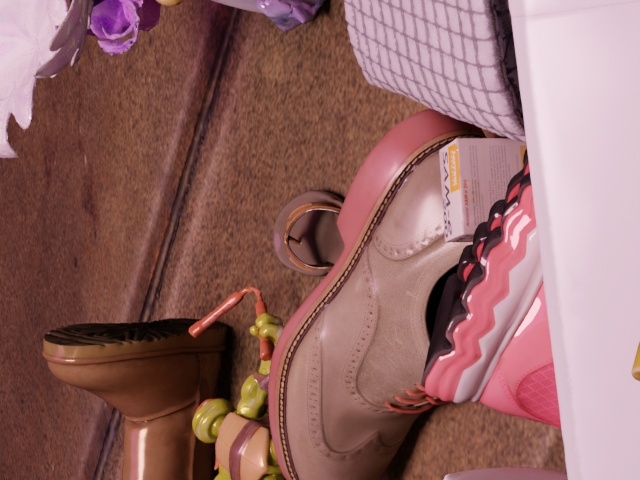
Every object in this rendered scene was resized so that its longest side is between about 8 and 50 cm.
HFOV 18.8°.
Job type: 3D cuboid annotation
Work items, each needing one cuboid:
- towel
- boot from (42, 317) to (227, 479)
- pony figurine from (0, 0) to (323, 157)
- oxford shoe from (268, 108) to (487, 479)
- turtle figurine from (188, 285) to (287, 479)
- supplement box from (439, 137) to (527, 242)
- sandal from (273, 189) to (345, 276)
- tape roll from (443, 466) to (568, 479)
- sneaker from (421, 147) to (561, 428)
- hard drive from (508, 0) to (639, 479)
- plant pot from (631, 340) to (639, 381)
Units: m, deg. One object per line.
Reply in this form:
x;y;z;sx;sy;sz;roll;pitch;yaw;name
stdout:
0.095;-0.221;1.222;0.235;0.121;0.283;34;139;61;towel
-0.159;0.209;1.704;0.089;0.236;0.269;6;94;35;boot
-0.167;-0.262;1.525;0.303;0.363;0.351;-30;63;60;pony figurine
0.055;0.080;1.357;0.130;0.123;0.348;51;140;36;oxford shoe
-0.052;0.192;1.601;0.217;0.087;0.269;34;104;48;turtle figurine
0.128;-0.032;1.221;0.036;0.098;0.062;147;121;-72;supplement box
0.000;0.000;1.542;0.180;0.049;0.072;19;107;62;sandal
0.117;0.274;1.087;0.169;0.246;0.246;-66;35;41;tape roll
0.177;-0.014;1.117;0.116;0.136;0.314;-72;8;-55;sneaker
0.208;0.000;0.969;0.203;0.040;0.307;-4;96;31;hard drive
0.285;-0.017;0.802;0.212;0.212;0.187;-26;48;62;plant pot
